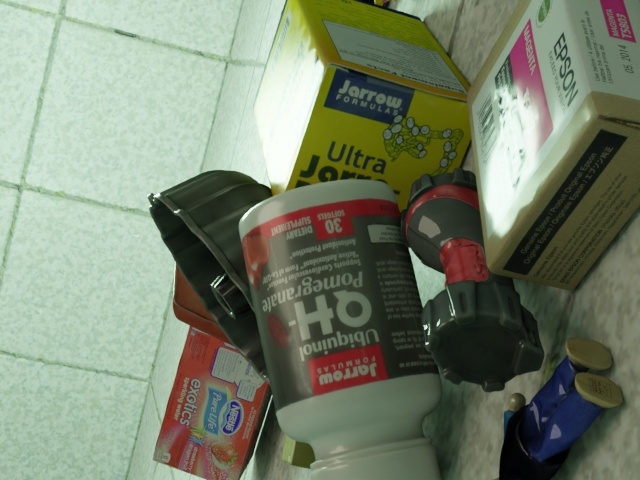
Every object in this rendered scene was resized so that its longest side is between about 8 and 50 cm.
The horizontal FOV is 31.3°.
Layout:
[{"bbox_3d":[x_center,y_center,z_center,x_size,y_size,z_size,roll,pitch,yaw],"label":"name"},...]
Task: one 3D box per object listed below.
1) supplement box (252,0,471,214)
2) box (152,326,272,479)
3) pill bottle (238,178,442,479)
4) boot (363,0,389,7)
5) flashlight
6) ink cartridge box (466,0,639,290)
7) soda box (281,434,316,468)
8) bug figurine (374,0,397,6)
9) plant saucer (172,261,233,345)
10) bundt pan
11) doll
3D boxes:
[{"bbox_3d":[0.044,-0.169,1.445,0.356,0.194,0.195,-106,32,-62],"label":"supplement box"},{"bbox_3d":[-0.153,0.234,1.887,0.142,0.154,0.300,-54,-18,-71],"label":"box"},{"bbox_3d":[0.028,0.110,1.199,0.176,0.176,0.318,135,124,-65],"label":"pill bottle"},{"bbox_3d":[0.030,-0.361,1.860,0.223,0.118,0.338,-146,62,-64],"label":"boot"},{"bbox_3d":[0.127,0.028,1.055,0.103,0.103,0.304,-35,17,17],"label":"flashlight"},{"bbox_3d":[0.208,-0.108,0.979,0.193,0.088,0.234,115,162,-44],"label":"ink cartridge box"},{"bbox_3d":[-0.004,0.221,1.571,0.061,0.058,0.181,165,117,-74],"label":"soda box"},{"bbox_3d":[0.055,-0.417,1.698,0.216,0.072,0.279,-21,74,47],"label":"bug figurine"},{"bbox_3d":[-0.120,0.080,1.729,0.048,0.258,0.259,-48,27,27],"label":"plant saucer"},{"bbox_3d":[-0.075,0.046,1.449,0.124,0.331,0.331,-35,6,-15],"label":"bundt pan"},{"bbox_3d":[0.179,0.169,0.933,0.129,0.046,0.189,-92,21,-48],"label":"doll"}]
